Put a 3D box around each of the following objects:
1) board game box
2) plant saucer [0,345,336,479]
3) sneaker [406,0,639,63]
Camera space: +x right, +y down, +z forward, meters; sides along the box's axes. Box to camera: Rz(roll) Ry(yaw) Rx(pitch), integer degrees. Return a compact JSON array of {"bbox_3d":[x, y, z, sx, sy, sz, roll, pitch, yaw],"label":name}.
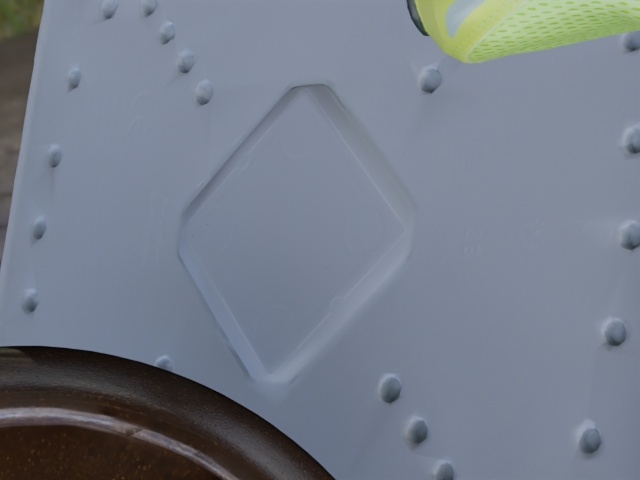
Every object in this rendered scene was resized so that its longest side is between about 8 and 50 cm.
[{"bbox_3d":[0.000,0.000,0.786,0.390,0.390,0.050,1,170,39],"label":"board game box"},{"bbox_3d":[-0.098,0.170,0.579,0.311,0.310,0.050,0,153,-13],"label":"plant saucer"},{"bbox_3d":[0.115,-0.046,0.306,0.209,0.094,0.081,-7,-175,24],"label":"sneaker"}]
